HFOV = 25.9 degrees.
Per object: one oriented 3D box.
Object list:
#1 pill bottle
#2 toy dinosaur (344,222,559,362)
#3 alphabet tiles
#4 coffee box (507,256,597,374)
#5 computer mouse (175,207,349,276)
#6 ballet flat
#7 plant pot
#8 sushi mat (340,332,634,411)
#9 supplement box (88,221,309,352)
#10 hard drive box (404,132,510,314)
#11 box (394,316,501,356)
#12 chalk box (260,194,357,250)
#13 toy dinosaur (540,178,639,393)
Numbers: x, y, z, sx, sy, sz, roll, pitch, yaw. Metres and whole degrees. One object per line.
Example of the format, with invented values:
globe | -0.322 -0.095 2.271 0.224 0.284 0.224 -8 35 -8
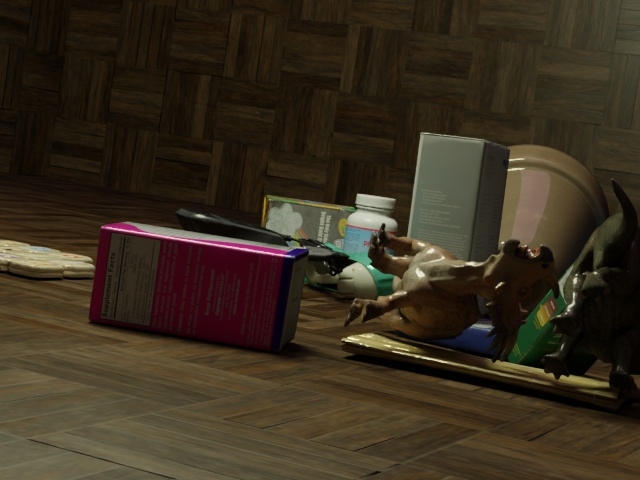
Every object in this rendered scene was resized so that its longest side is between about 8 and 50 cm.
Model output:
pill bottle | 0.082 0.006 2.316 0.087 0.160 0.087 8 4 -1
toy dinosaur | 0.145 0.070 1.601 0.200 0.127 0.295 17 -11 -4
alphabet tiles | -0.464 0.021 1.945 0.284 0.021 0.278 10 5 27
coffee box | 0.305 0.087 1.621 0.113 0.184 0.040 5 47 -28
computer mouse | -0.088 0.014 2.117 0.262 0.060 0.184 14 4 -26
ballet flat | 0.045 0.059 2.205 0.087 0.083 0.247 -23 21 -32
plant pot | 0.321 0.014 2.220 0.263 0.263 0.229 9 34 11
sushi mat | 0.187 0.143 1.562 0.317 0.019 0.151 10 3 21
supplement box | -0.136 0.049 1.566 0.220 0.114 0.111 10 5 7
hard drive box | 0.181 -0.019 1.851 0.089 0.232 0.181 9 2 18
box | 0.197 0.119 1.814 0.225 0.036 0.136 11 4 40
chalk box | 0.000 0.000 2.459 0.213 0.132 0.132 9 4 -6
toy dinosaur | 0.304 0.054 1.470 0.121 0.313 0.160 -1 35 31
